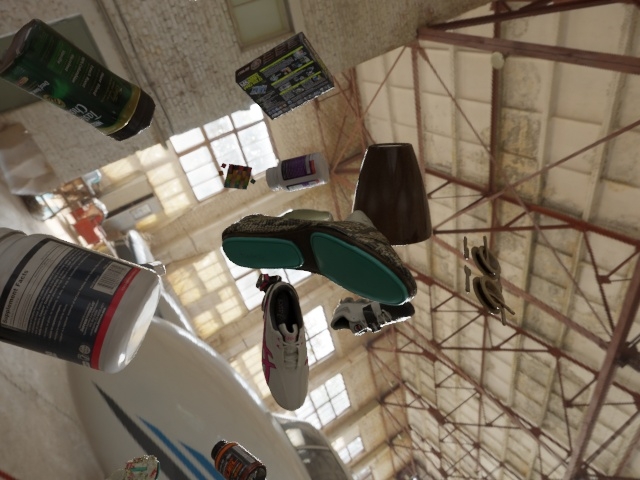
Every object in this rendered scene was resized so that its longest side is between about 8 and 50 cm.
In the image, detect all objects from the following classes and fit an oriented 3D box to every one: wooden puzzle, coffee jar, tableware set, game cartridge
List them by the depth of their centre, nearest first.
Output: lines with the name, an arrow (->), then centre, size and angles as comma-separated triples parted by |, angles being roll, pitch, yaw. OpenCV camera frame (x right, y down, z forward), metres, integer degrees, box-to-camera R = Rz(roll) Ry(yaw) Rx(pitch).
coffee jar -> -0.338, -0.217, 0.610 | 0.096, 0.079, 0.184 | -5, -23, 37
wooden puzzle -> -0.165, -0.126, 0.851 | 0.006, 0.083, 0.049 | 42, -58, 47
tableware set -> 0.363, 0.075, 0.909 | 0.128, 0.194, 0.039 | 40, -53, -14
game cartridge -> -0.615, 0.120, 1.238 | 0.198, 0.297, 0.062 | -166, -119, -78

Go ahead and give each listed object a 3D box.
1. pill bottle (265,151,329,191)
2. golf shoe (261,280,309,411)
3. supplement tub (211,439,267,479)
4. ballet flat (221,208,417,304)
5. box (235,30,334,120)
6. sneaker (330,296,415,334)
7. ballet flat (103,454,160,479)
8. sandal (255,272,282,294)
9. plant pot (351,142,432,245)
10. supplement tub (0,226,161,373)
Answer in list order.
pill bottle -> -0.079, -0.222, 1.419 | 0.108, 0.194, 0.108 | -9, 90, -72
golf shoe -> -0.053, 0.151, 0.612 | 0.086, 0.068, 0.186 | 127, -45, -74
supplement tub -> -0.273, 0.732, 1.392 | 0.198, 0.106, 0.106 | 13, -48, 41
ballet flat -> 0.000, 0.000, 0.931 | 0.483, 0.182, 0.164 | 9, -46, 32
box -> -0.119, -0.551, 1.459 | 0.216, 0.270, 0.060 | 38, 38, -51
sneaker -> 0.179, 0.283, 1.532 | 0.331, 0.146, 0.122 | -13, -63, 39
ballet flat -> -0.434, 0.530, 0.928 | 0.077, 0.241, 0.091 | 22, 32, -35
sandal -> -0.163, 0.124, 1.251 | 0.040, 0.067, 0.179 | 28, -13, -26
plant pot -> 0.175, -0.127, 1.082 | 0.215, 0.216, 0.230 | 28, -55, 60
supplement tub -> -0.440, 0.101, 0.739 | 0.272, 0.191, 0.191 | 20, -16, -8
